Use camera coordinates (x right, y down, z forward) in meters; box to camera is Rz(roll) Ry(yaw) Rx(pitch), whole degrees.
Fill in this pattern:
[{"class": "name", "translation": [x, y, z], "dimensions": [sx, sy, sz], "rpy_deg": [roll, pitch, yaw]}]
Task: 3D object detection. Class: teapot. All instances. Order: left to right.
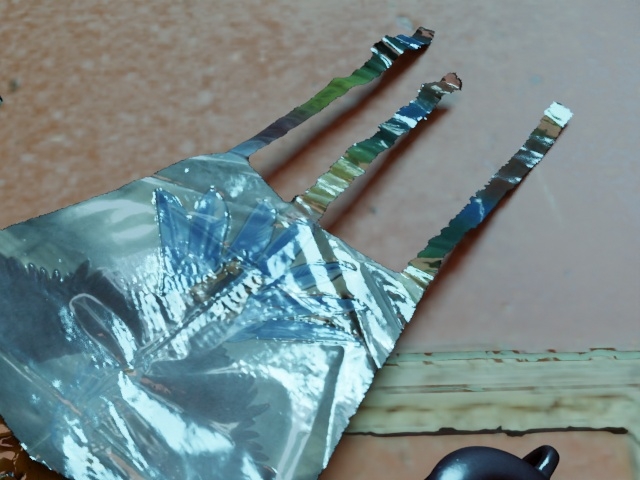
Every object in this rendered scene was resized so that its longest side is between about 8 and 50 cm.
[{"class": "teapot", "translation": [0.059, 0.109, 0.447], "dimensions": [0.068, 0.045, 0.100], "rpy_deg": [44, 43, 2]}]

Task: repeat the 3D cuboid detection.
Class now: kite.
[{"class": "kite", "translation": [0.000, 0.001, 0.523], "dimensions": [0.169, 0.015, 0.310], "rpy_deg": [40, 53, 21]}]

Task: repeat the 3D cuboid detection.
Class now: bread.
[{"class": "bread", "translation": [-0.121, 0.095, 0.452], "dimensions": [0.106, 0.053, 0.072], "rpy_deg": [-22, 59, -22]}]

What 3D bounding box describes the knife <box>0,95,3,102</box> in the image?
[{"class": "knife", "translation": [-0.221, -0.136, 0.651], "dimensions": [0.028, 0.015, 0.210], "rpy_deg": [-23, 56, -23]}]
